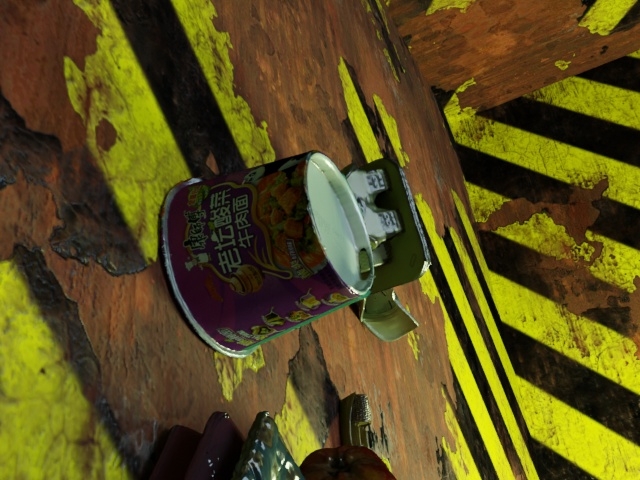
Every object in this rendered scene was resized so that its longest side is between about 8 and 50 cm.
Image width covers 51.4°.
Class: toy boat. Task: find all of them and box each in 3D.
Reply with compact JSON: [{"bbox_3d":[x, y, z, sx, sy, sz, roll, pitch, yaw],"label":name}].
[{"bbox_3d":[0.062,0.317,1.065,0.047,0.049,0.149,42,35,-53],"label":"toy boat"}]

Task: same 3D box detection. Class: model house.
[{"bbox_3d":[0.000,0.000,1.079,0.279,0.205,0.218,-13,81,-39],"label":"model house"}]

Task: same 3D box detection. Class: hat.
[{"bbox_3d":[0.125,0.121,1.291,0.166,0.122,0.081,41,40,-10],"label":"hat"}]

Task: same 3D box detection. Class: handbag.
[{"bbox_3d":[-0.099,0.305,0.649,0.216,0.074,0.203,62,23,-27],"label":"handbag"}]

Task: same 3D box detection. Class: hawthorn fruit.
[{"bbox_3d":[0.036,0.369,0.840,0.162,0.163,0.203,-47,128,-67],"label":"hawthorn fruit"}]

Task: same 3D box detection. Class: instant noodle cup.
[{"bbox_3d":[-0.053,0.006,0.853,0.251,0.190,0.251,51,28,-41],"label":"instant noodle cup"}]

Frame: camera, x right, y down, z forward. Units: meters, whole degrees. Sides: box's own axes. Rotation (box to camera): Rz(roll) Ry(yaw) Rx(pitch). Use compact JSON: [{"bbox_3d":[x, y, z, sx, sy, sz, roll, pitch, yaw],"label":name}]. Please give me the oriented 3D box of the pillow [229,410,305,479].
[{"bbox_3d":[-0.049,0.307,0.619,0.188,0.034,0.255,64,21,-22],"label":"pillow"}]
